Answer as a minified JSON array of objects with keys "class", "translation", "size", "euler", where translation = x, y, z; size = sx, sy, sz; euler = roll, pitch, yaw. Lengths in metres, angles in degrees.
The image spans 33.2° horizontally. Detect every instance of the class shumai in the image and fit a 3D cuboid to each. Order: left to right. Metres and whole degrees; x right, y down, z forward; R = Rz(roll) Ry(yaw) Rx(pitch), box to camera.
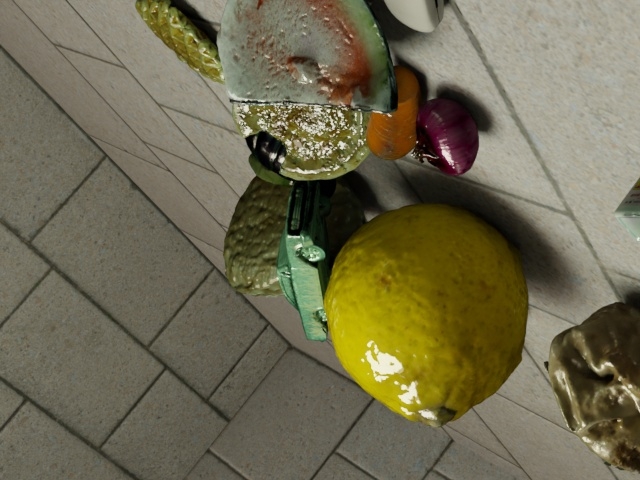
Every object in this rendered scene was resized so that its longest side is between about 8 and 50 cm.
[{"class":"shumai","translation":[0.000,0.000,2.170],"size":[0.330,0.292,0.288],"euler":[-15,148,35]},{"class":"shumai","translation":[0.529,0.189,1.556],"size":[0.314,0.267,0.262],"euler":[15,147,-29]}]

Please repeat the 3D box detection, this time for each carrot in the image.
[{"class":"carrot","translation":[0.112,-0.179,1.569],"size":[0.087,0.087,0.193],"euler":[37,163,8]}]

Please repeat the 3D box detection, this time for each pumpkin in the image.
[{"class":"pumpkin","translation":[-0.043,-0.172,1.857],"size":[0.194,0.150,0.194],"euler":[34,167,9]}]

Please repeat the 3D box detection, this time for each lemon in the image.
[{"class":"lemon","translation":[0.176,0.122,1.771],"size":[0.350,0.387,0.350],"euler":[1,142,1]}]

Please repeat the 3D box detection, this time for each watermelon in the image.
[{"class":"watermelon","translation":[-0.041,-0.267,1.404],"size":[0.320,0.214,0.289],"euler":[42,161,52]}]

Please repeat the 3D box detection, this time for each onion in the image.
[{"class":"onion","translation":[0.170,-0.141,1.492],"size":[0.115,0.104,0.115],"euler":[53,167,18]}]

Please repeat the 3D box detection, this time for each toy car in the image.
[{"class":"toy car","translation":[-0.022,0.042,1.877],"size":[0.097,0.141,0.320],"euler":[1,143,8]}]

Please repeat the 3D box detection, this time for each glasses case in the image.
[{"class":"glasses case","translation":[0.099,-0.309,1.231],"size":[0.074,0.049,0.193],"euler":[33,166,26]}]

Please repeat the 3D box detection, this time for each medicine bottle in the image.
[{"class":"medicine bottle","translation":[0.383,-0.055,1.162],"size":[0.055,0.118,0.074],"euler":[44,167,-18]}]

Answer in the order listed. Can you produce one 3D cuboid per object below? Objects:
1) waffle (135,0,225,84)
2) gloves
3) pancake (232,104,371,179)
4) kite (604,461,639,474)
[{"class":"waffle","translation":[-0.247,-0.366,1.969],"size":[0.208,0.054,0.214],"euler":[43,173,-30]},{"class":"gloves","translation":[-0.064,-0.160,2.034],"size":[0.107,0.135,0.268],"euler":[17,-157,-52]},{"class":"pancake","translation":[-0.022,-0.198,1.689],"size":[0.254,0.037,0.253],"euler":[10,131,11]},{"class":"kite","translation":[0.620,0.335,1.674],"size":[0.406,0.014,0.368],"euler":[6,-149,-12]}]
